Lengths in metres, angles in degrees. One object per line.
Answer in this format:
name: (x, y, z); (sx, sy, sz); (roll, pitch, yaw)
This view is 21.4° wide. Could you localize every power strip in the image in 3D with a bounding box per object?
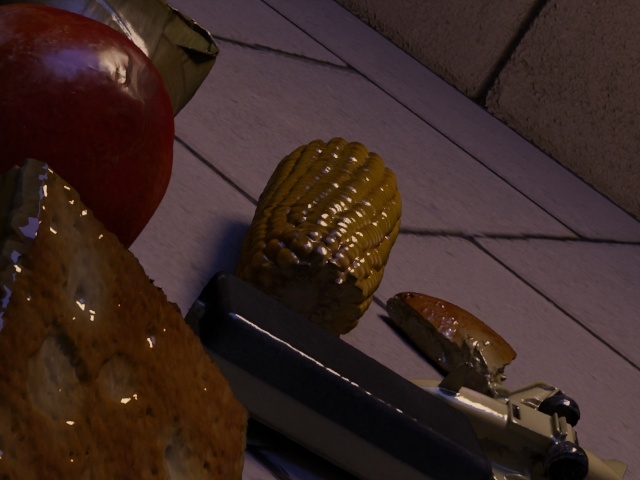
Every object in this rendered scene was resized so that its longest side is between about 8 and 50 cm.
power strip: (0.005, 0.118, 1.283); (0.256, 0.070, 0.105); (33, 11, -15)

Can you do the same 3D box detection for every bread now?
bread: (0.155, 0.107, 1.692); (0.136, 0.054, 0.154); (19, 22, -50)

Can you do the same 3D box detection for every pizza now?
pizza: (-0.131, 0.135, 0.857); (0.258, 0.087, 0.268); (55, 31, -39)

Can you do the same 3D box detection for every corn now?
corn: (0.000, 0.000, 1.557); (0.144, 0.144, 0.387); (31, 20, -5)

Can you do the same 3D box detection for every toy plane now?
toy plane: (0.167, 0.173, 1.434); (0.244, 0.092, 0.229); (31, 28, -16)

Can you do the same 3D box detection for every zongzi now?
zongzi: (-0.280, -0.160, 1.468); (0.323, 0.160, 0.360); (34, 34, -7)

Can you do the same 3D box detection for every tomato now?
tomato: (-0.188, -0.085, 1.257); (0.200, 0.139, 0.233); (46, 33, -34)

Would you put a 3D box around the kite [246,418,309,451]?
kite: (-0.085, 0.102, 1.296); (0.229, 0.012, 0.250); (34, 13, 0)
